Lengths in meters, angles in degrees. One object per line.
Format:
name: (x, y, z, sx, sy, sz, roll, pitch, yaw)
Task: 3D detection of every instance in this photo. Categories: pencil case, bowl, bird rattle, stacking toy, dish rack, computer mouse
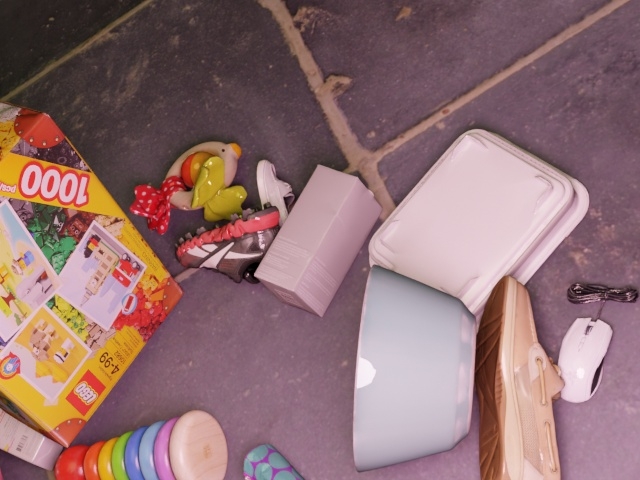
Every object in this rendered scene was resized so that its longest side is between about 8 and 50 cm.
pencil case: (-0.060, 0.399, 1.554, 0.070, 0.064, 0.151, -40, 50, -17)
bowl: (0.146, 0.196, 1.440, 0.163, 0.311, 0.312, 4, 64, 7)
bird rattle: (-0.253, -0.109, 1.942, 0.253, 0.143, 0.207, -8, 47, 40)
stacking toy: (-0.330, 0.388, 1.673, 0.330, 0.141, 0.141, -15, 57, 26)
dish rack: (0.251, -0.032, 1.626, 0.333, 0.072, 0.285, -49, 53, -3)
computer mouse: (0.404, 0.150, 1.454, 0.106, 0.042, 0.193, 10, 68, 32)

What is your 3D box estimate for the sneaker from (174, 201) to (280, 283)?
sneaker: (-0.168, 0.026, 1.796, 0.276, 0.097, 0.135, -18, 92, 42)

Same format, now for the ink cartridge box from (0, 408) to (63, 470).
ink cartridge box: (-0.573, 0.362, 1.857, 0.181, 0.061, 0.104, 13, 70, 33)

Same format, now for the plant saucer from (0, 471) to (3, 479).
plant saucer: (-0.715, 0.510, 1.819, 0.332, 0.084, 0.332, -12, 65, 28)

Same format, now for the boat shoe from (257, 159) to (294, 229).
boat shoe: (-0.080, -0.078, 1.839, 0.063, 0.066, 0.184, -15, 56, 9)

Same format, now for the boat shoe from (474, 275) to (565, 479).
boat shoe: (0.301, 0.219, 1.442, 0.110, 0.122, 0.341, 9, 65, -8)

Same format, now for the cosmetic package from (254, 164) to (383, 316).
cosmetic package: (0.000, 0.000, 1.709, 0.107, 0.127, 0.238, 18, 71, 34)

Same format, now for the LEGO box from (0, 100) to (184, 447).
LEGO box: (-0.516, 0.063, 1.682, 0.193, 0.500, 0.372, 17, 61, 36)
